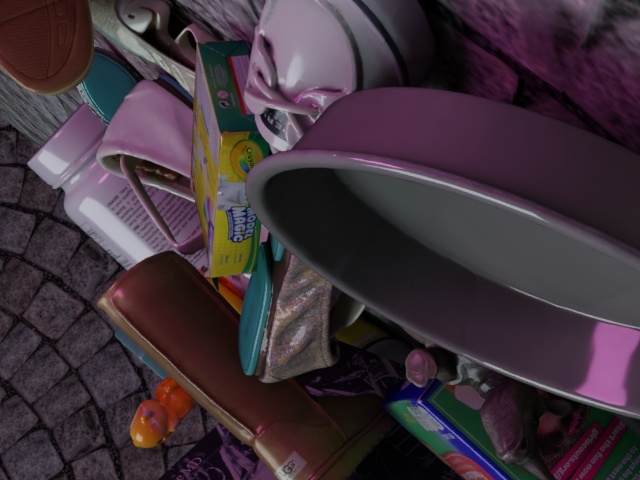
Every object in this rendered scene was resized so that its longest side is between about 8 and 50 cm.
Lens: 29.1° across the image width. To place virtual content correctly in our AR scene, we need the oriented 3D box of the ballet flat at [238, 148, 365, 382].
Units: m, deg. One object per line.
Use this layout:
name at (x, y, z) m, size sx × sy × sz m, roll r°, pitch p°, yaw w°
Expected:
ballet flat at (0.000, 0.000, 0.992) m, size 0.316 × 0.106 × 0.107 m, roll 103°, pitch 162°, yaw -50°

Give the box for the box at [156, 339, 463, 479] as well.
box at (0.024, 0.301, 1.307) m, size 0.313 × 0.343 × 0.178 m, roll 16°, pitch 133°, yaw 37°

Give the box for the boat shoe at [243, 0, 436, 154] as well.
boat shoe at (-0.002, -0.090, 0.699) m, size 0.096 × 0.088 × 0.267 m, roll 41°, pitch 171°, yaw 7°

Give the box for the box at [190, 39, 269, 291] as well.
box at (-0.072, -0.052, 0.949) m, size 0.179 × 0.043 × 0.105 m, roll 102°, pitch 158°, yaw -48°

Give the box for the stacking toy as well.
stacking toy at (-0.104, 0.107, 1.355) m, size 0.166 × 0.302 × 0.175 m, roll 39°, pitch 171°, yaw 18°

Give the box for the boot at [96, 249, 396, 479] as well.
boot at (-0.057, 0.116, 1.175) m, size 0.269 × 0.089 × 0.236 m, roll 44°, pitch -166°, yaw 7°

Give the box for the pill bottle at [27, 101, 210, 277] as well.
pill bottle at (-0.217, -0.048, 1.546) m, size 0.283 × 0.160 × 0.160 m, roll 44°, pitch 170°, yaw -14°

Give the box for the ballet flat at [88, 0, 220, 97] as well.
ballet flat at (-0.118, -0.165, 0.992) m, size 0.168 × 0.057 × 0.052 m, roll 37°, pitch 142°, yaw 9°

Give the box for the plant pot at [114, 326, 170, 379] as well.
plant pot at (-0.163, 0.094, 1.749) m, size 0.165 × 0.234 × 0.166 m, roll 47°, pitch 169°, yaw -31°

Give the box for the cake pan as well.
cake pan at (0.103, 0.012, 0.634) m, size 0.293 × 0.054 × 0.293 m, roll 24°, pitch 165°, yaw 7°

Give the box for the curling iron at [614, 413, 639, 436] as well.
curling iron at (0.200, 0.099, 0.876) m, size 0.274 × 0.035 × 0.068 m, roll 45°, pitch -172°, yaw -16°

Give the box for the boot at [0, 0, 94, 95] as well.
boot at (-0.249, -0.211, 1.020) m, size 0.262 × 0.095 × 0.203 m, roll 58°, pitch 174°, yaw 10°

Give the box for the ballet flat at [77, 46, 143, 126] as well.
ballet flat at (-0.207, -0.145, 1.384) m, size 0.188 × 0.070 × 0.070 m, roll 50°, pitch 168°, yaw -23°

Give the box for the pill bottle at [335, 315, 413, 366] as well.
pill bottle at (0.037, 0.146, 1.575) m, size 0.103 × 0.103 × 0.184 m, roll 48°, pitch 169°, yaw -35°

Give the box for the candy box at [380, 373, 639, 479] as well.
candy box at (0.215, 0.204, 1.051) m, size 0.317 × 0.122 × 0.268 m, roll 41°, pitch 172°, yaw 3°

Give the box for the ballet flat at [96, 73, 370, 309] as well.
ballet flat at (-0.069, -0.018, 1.175) m, size 0.400 × 0.139 × 0.139 m, roll 36°, pitch 169°, yaw 30°

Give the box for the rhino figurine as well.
rhino figurine at (0.102, 0.069, 0.883) m, size 0.243 × 0.073 × 0.106 m, roll 56°, pitch -156°, yaw 18°
